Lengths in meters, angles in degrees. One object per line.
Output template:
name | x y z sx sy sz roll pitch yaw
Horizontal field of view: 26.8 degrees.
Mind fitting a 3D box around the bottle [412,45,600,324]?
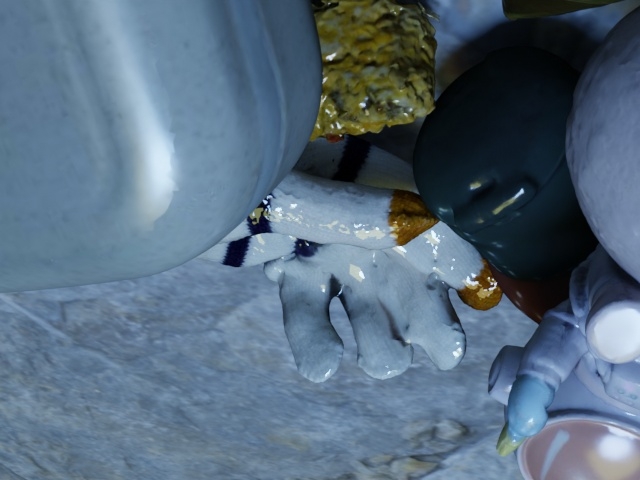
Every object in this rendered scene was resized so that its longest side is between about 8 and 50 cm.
bottle | 0.194 0.014 0.759 0.336 0.144 0.144 33 142 -33

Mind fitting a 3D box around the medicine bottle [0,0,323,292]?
medicine bottle | -0.152 -0.162 0.428 0.282 0.123 0.375 -4 113 31

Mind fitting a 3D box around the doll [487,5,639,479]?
doll | 0.155 0.021 0.597 0.151 0.151 0.287 12 132 -3

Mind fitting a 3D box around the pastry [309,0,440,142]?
pastry | -0.007 -0.088 0.706 0.140 0.080 0.056 -9 156 29

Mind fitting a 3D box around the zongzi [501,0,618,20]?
zongzi | 0.033 -0.219 0.401 0.403 0.207 0.432 28 161 -18

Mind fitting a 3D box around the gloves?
gloves | 0.000 -0.007 0.800 0.219 0.131 0.140 11 128 -4
